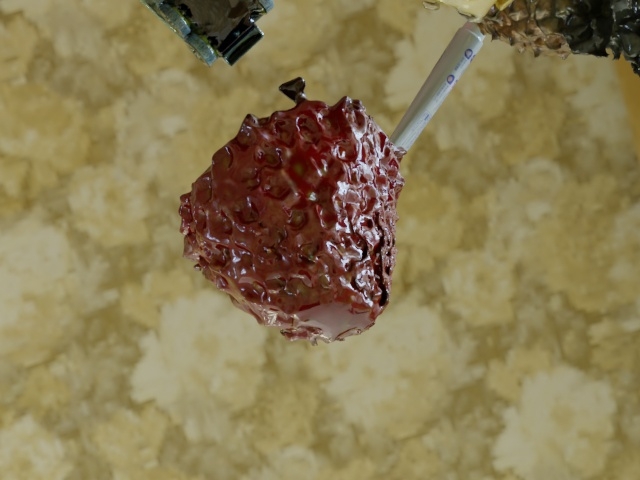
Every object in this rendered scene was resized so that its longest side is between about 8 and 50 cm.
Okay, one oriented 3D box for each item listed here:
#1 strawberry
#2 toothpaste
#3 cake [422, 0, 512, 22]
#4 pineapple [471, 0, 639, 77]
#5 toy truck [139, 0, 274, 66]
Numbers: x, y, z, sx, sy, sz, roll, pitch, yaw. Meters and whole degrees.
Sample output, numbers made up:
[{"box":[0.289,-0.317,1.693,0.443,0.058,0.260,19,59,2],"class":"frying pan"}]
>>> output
[{"box":[0.000,0.000,1.305,0.234,0.234,0.178,-18,-133,-12],"class":"strawberry"},{"box":[0.120,-0.156,1.656,0.033,0.218,0.052,33,179,24],"class":"toothpaste"},{"box":[0.114,-0.306,1.053,0.286,0.227,0.222,18,148,-16],"class":"cake"},{"box":[0.223,-0.177,1.154,0.128,0.128,0.248,-23,-139,-33],"class":"pineapple"},{"box":[-0.131,-0.240,1.299,0.085,0.191,0.116,-45,-154,-6],"class":"toy truck"}]
